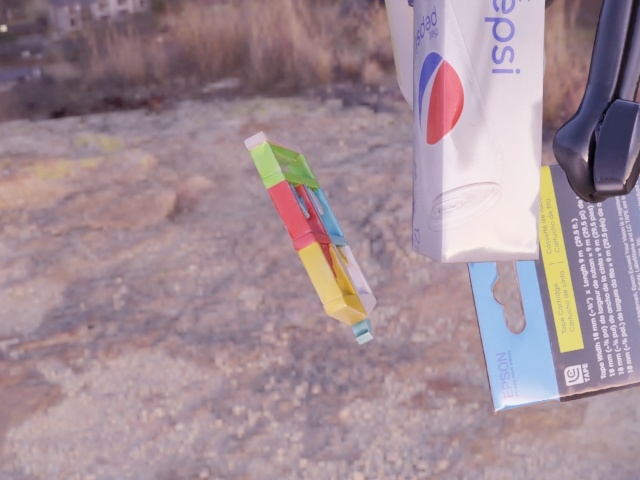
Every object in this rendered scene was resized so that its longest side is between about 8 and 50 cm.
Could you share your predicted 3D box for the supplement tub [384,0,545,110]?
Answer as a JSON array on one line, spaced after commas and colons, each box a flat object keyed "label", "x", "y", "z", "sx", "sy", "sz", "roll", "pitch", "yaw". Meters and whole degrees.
[{"label": "supplement tub", "x": 0.222, "y": -0.325, "z": 1.877, "sx": 0.235, "sy": 0.325, "sz": 0.235, "roll": -7, "pitch": 46, "yaw": 7}]

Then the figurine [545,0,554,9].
[{"label": "figurine", "x": 0.267, "y": -0.384, "z": 1.464, "sx": 0.209, "sy": 0.092, "sz": 0.215, "roll": -35, "pitch": 47, "yaw": 4}]

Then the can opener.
[{"label": "can opener", "x": 0.221, "y": -0.116, "z": 0.921, "sx": 0.073, "sy": 0.186, "sz": 0.059, "roll": 4, "pitch": -16, "yaw": 34}]

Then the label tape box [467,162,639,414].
[{"label": "label tape box", "x": 0.304, "y": 0.033, "z": 1.289, "sx": 0.333, "sy": 0.241, "sz": 0.106, "roll": -9, "pitch": -2, "yaw": -9}]

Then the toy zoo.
[{"label": "toy zoo", "x": 0.000, "y": 0.000, "z": 1.628, "sx": 0.030, "sy": 0.293, "sz": 0.192, "roll": -28, "pitch": -8, "yaw": 12}]

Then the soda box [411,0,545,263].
[{"label": "soda box", "x": 0.140, "y": -0.125, "z": 1.108, "sx": 0.098, "sy": 0.286, "sz": 0.091, "roll": -1, "pitch": 7, "yaw": -13}]
